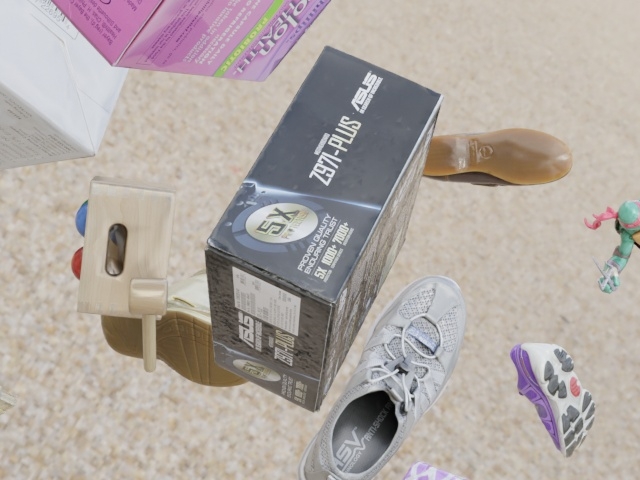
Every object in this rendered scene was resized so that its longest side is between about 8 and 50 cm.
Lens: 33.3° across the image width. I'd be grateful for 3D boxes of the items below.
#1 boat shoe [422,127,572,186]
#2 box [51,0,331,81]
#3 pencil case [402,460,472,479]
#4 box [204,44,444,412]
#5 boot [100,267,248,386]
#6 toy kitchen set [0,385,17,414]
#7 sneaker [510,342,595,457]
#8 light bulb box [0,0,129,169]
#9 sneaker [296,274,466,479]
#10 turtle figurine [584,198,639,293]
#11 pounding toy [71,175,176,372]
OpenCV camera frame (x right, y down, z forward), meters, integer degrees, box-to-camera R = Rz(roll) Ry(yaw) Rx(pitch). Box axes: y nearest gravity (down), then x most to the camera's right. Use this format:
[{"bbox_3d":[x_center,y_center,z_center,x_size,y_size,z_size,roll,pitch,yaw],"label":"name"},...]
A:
[{"bbox_3d":[0.221,-0.106,1.380,0.207,0.073,0.073,6,-4,17],"label":"boat shoe"},{"bbox_3d":[-0.130,-0.241,0.833,0.213,0.117,0.243,47,21,12],"label":"box"},{"bbox_3d":[0.179,0.318,1.181,0.206,0.086,0.088,23,-19,27],"label":"pencil case"},{"bbox_3d":[0.000,0.000,0.648,0.077,0.180,0.147,25,65,9],"label":"box"},{"bbox_3d":[-0.132,0.104,1.411,0.262,0.095,0.203,7,20,38],"label":"boot"},{"bbox_3d":[-0.468,0.199,1.479,0.068,0.083,0.075,37,40,-38],"label":"toy kitchen set"},{"bbox_3d":[0.270,0.181,1.255,0.071,0.068,0.170,12,-45,49],"label":"sneaker"},{"bbox_3d":[-0.505,-0.275,1.437,0.358,0.361,0.225,42,55,-44],"label":"light bulb box"},{"bbox_3d":[0.081,0.156,1.122,0.105,0.281,0.115,31,-19,-1],"label":"sneaker"},{"bbox_3d":[0.454,-0.003,1.436,0.234,0.175,0.118,17,52,-48],"label":"turtle figurine"},{"bbox_3d":[-0.196,0.034,1.035,0.094,0.181,0.206,7,4,-10],"label":"pounding toy"}]
